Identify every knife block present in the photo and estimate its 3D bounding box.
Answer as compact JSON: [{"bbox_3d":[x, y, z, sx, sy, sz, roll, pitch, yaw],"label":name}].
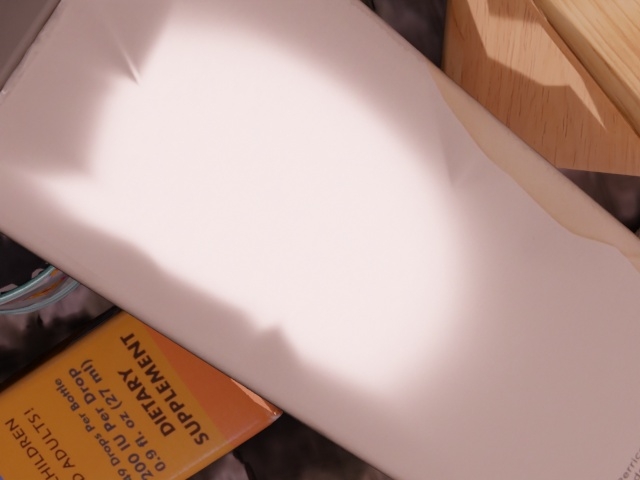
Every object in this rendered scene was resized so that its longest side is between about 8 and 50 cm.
[{"bbox_3d":[0.122,-0.147,0.627,0.275,0.088,0.242,7,106,6],"label":"knife block"}]

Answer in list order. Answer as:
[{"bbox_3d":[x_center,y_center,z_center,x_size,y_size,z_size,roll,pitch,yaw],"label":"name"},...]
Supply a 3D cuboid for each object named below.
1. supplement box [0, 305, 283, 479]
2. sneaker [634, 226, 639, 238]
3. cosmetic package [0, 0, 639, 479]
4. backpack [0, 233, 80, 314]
[{"bbox_3d":[-0.123,0.097,0.729,0.233,0.080,0.078,-34,96,16],"label":"supplement box"},{"bbox_3d":[0.132,0.098,0.669,0.091,0.126,0.240,20,107,2],"label":"sneaker"},{"bbox_3d":[0.000,0.000,0.554,0.309,0.160,0.113,37,84,-34],"label":"cosmetic package"},{"bbox_3d":[-0.134,-0.065,0.645,0.166,0.144,0.188,27,80,-2],"label":"backpack"}]
